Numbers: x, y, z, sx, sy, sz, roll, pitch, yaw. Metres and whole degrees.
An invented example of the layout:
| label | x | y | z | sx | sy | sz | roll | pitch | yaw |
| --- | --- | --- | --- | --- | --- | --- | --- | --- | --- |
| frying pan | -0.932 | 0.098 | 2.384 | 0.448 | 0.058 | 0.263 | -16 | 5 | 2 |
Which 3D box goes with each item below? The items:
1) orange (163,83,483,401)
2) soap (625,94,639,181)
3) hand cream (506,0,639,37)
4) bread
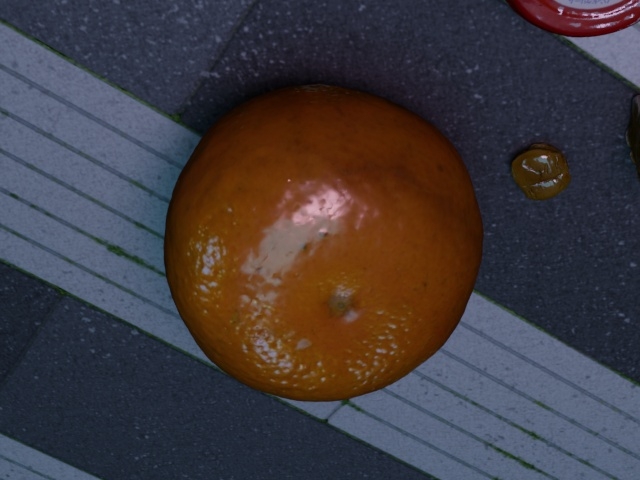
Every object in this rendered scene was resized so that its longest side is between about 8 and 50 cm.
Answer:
| label | x | y | z | sx | sy | sz | roll | pitch | yaw |
| --- | --- | --- | --- | --- | --- | --- | --- | --- | --- |
| orange | 0.000 | 0.000 | 1.343 | 0.424 | 0.326 | 0.423 | -6 | 123 | -10 |
| soap | 0.524 | -0.118 | 1.286 | 0.258 | 0.160 | 0.080 | 0 | 127 | 6 |
| hand cream | 0.293 | -0.349 | 1.138 | 0.230 | 0.149 | 0.230 | 3 | 126 | 4 |
| bread | 0.299 | -0.094 | 1.406 | 0.081 | 0.046 | 0.083 | 2 | 130 | 9 |
